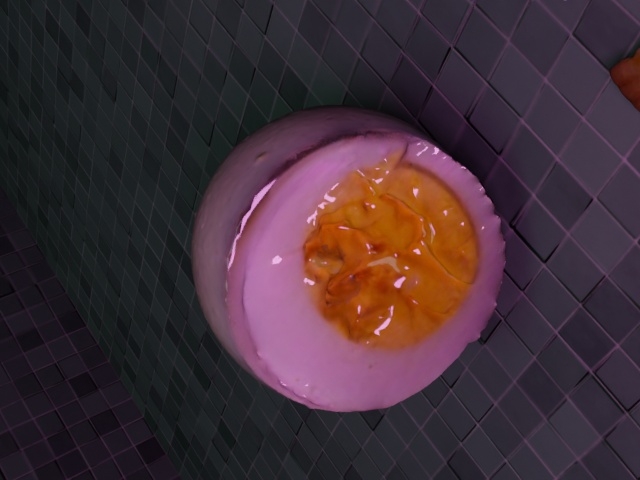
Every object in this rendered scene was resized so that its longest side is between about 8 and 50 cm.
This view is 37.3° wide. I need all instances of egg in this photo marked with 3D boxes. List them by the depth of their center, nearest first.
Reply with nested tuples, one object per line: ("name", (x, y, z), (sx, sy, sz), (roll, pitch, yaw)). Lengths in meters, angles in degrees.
("egg", (0.000, 0.000, 1.193), (0.340, 0.355, 0.354), (-144, 40, -65))

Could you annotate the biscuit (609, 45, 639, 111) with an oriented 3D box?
("biscuit", (0.353, -0.171, 0.832), (0.228, 0.031, 0.176), (18, 123, 53))
